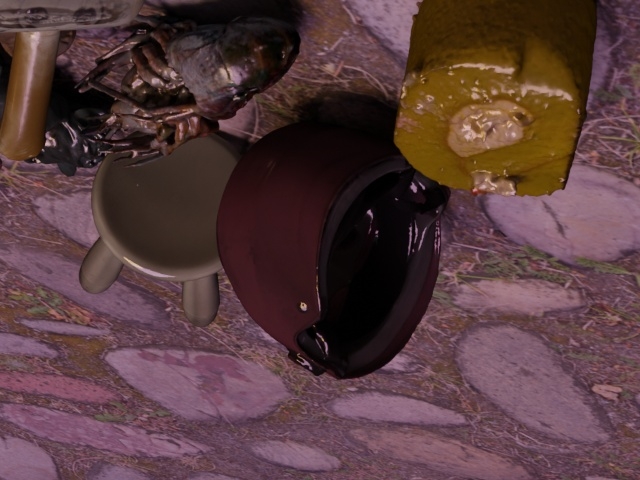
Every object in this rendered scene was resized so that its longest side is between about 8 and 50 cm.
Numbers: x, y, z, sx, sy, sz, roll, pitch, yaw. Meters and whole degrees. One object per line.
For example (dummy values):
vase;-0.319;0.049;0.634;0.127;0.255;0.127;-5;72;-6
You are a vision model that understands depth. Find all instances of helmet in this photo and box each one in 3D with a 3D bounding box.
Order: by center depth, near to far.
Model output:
helmet;0.000;0.000;2.037;0.197;0.271;0.338;25;167;22

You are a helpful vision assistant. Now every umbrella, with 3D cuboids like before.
umbrella;-0.383;-0.181;2.061;0.349;0.094;0.143;27;139;-33

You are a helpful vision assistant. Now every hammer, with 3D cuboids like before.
hammer;-0.285;-0.193;1.819;0.202;0.113;0.305;-2;139;-17

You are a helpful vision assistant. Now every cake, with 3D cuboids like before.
cake;0.166;-0.150;1.732;0.179;0.156;0.260;7;154;4

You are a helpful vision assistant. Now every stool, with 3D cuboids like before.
stool;-0.180;-0.021;2.176;0.195;0.195;0.199;17;161;-3

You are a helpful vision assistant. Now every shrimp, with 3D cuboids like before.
shrimp;-0.172;-0.179;1.917;0.372;0.137;0.172;-17;101;38

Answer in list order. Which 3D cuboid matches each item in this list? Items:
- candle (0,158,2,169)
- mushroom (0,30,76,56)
candle;-0.549;-0.153;2.158;0.317;0.131;0.287;20;161;30
mushroom;-0.333;-0.249;1.890;0.116;0.093;0.225;-9;147;4
